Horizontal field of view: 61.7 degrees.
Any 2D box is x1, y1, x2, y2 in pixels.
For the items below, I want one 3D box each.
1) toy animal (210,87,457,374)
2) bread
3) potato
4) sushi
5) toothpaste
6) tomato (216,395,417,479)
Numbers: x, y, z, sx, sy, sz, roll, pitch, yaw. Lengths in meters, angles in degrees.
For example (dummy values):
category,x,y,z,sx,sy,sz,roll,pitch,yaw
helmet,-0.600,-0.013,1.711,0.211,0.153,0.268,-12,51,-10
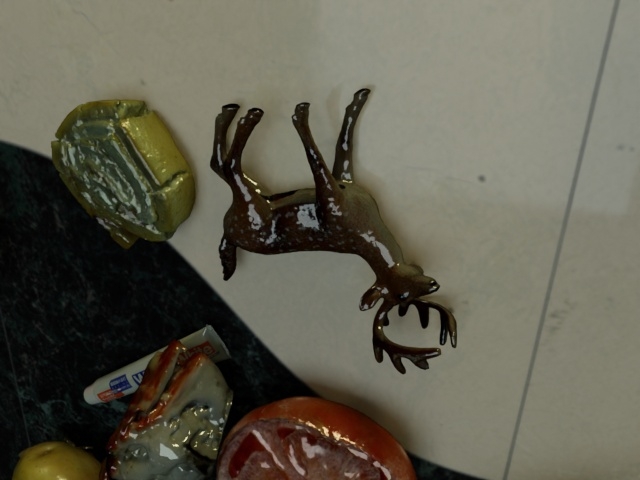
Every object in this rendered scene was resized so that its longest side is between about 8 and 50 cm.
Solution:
category,x,y,z,sx,sy,sz,roll,pitch,yaw
toy animal,0.010,-0.008,0.518,0.243,0.087,0.260,4,115,30
bread,-0.198,-0.068,0.549,0.117,0.064,0.156,-33,98,26
potato,-0.331,0.420,0.745,0.172,0.140,0.301,0,107,30
sushi,-0.193,0.264,0.645,0.129,0.124,0.332,26,119,-9
toothpaste,-0.208,0.160,0.666,0.218,0.033,0.052,-25,108,19
tomato,0.002,0.273,0.614,0.236,0.095,0.237,7,111,18
